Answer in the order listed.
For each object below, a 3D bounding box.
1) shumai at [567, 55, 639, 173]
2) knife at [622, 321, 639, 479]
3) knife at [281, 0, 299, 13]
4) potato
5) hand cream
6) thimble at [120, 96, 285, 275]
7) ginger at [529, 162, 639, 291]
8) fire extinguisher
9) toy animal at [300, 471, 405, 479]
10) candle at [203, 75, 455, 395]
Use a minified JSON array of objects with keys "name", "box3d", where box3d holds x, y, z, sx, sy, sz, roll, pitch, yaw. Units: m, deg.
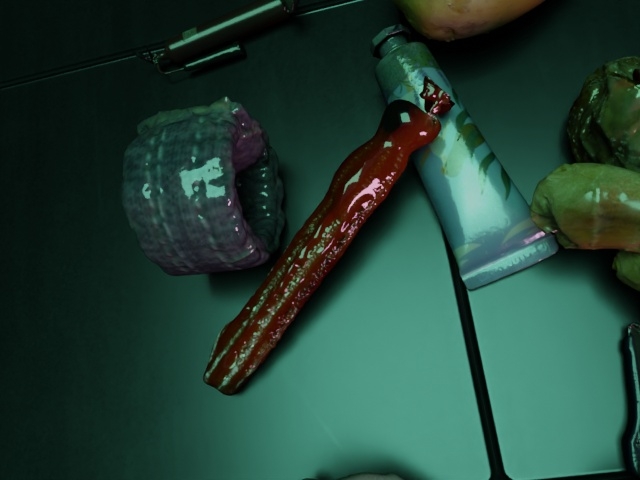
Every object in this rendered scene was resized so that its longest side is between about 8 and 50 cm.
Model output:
[{"name":"shumai","box3d":[0.280,-0.089,0.449,0.123,0.105,0.139,-14,97,4]},{"name":"knife","box3d":[0.251,0.125,0.428,0.031,0.018,0.121,-1,73,10]},{"name":"knife","box3d":[-0.055,-0.340,0.592,0.046,0.021,0.222,-24,75,11]},{"name":"potato","box3d":[0.167,-0.286,0.507,0.234,0.146,0.150,-45,101,-3]},{"name":"hand cream","box3d":[0.119,-0.085,0.504,0.088,0.055,0.255,-25,78,4]},{"name":"thimble","box3d":[-0.096,-0.043,0.482,0.098,0.150,0.150,-7,73,14]},{"name":"ginger","box3d":[0.330,0.005,0.396,0.334,0.081,0.147,-4,97,13]},{"name":"fire extinguisher","box3d":[-0.114,-0.219,0.600,0.173,0.035,0.048,-20,109,6]},{"name":"toy animal","box3d":[-0.016,0.305,0.344,0.206,0.271,0.264,29,106,-9]},{"name":"candle","box3d":[0.000,0.000,0.474,0.051,0.048,0.329,35,96,-12]}]
